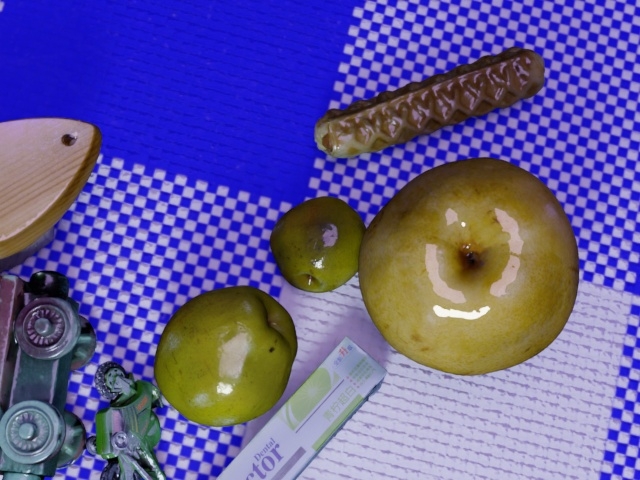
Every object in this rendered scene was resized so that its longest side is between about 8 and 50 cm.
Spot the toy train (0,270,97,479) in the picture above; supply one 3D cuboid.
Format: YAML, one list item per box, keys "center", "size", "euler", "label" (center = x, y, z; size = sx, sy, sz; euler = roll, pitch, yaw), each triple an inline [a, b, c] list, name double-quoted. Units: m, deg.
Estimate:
- center: [-0.423, 0.186, 1.804]
  size: [0.222, 0.150, 0.304]
  euler: [4, 76, 4]
  label: "toy train"

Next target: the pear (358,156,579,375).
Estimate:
- center: [0.197, 0.036, 1.821]
  size: [0.314, 0.314, 0.314]
  euler: [2, 75, -6]
  label: "pear"

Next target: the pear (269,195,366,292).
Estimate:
- center: [0.000, 0.000, 1.915]
  size: [0.141, 0.104, 0.141]
  euler: [2, 71, -6]
  label: "pear"

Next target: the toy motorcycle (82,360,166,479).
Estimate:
- center: [-0.255, 0.256, 1.828]
  size: [0.106, 0.074, 0.190]
  euler: [5, 74, -43]
  label: "toy motorcycle"

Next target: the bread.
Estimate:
- center: [0.164, -0.201, 1.998]
  size: [0.368, 0.084, 0.077]
  euler: [-19, 118, -12]
  label: "bread"

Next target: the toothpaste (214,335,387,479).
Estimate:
- center: [-0.046, 0.281, 1.852]
  size: [0.081, 0.067, 0.336]
  euler: [41, 74, 9]
  label: "toothpaste"

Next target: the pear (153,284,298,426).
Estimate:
- center: [-0.123, 0.155, 1.815]
  size: [0.198, 0.198, 0.198]
  euler: [2, 75, -6]
  label: "pear"

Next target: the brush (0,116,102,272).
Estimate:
- center: [-0.411, -0.066, 1.854]
  size: [0.267, 0.166, 0.174]
  euler: [-30, 78, -13]
  label: "brush"
